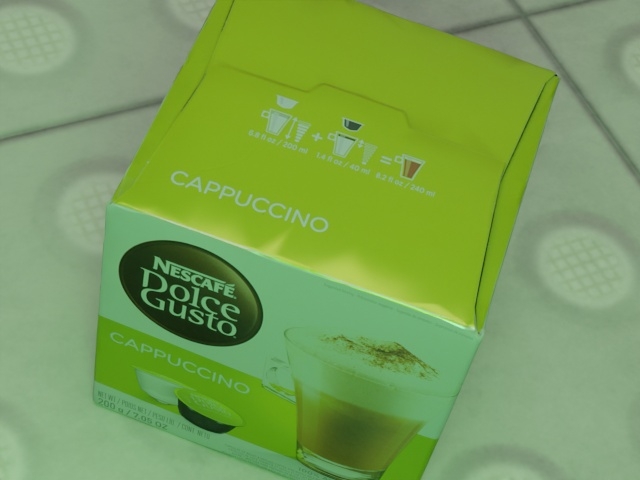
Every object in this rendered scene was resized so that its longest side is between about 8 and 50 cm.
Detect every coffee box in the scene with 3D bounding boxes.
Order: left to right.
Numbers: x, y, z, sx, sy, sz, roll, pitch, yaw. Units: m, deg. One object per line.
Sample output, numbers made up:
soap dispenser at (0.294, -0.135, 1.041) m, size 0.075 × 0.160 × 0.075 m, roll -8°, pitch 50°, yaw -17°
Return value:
coffee box at (0.000, 0.000, 1.442) m, size 0.338 × 0.334 × 0.338 m, roll 20°, pitch 52°, yaw 4°
